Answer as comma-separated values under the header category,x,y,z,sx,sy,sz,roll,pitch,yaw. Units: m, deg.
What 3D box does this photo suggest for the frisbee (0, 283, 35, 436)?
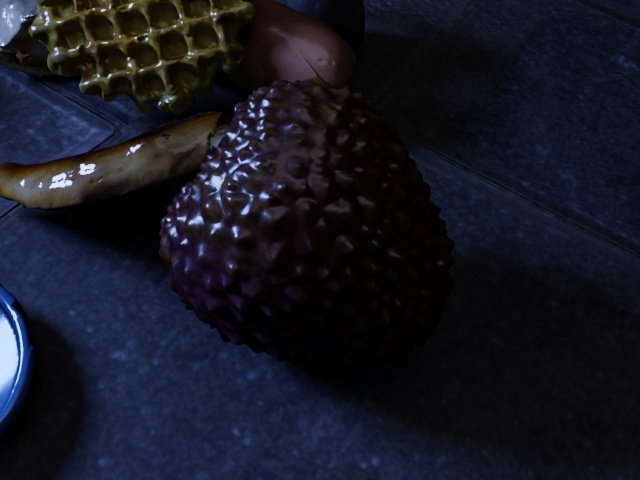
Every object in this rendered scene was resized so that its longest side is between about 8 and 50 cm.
category,x,y,z,sx,sy,sz,roll,pitch,yaw
frisbee,-0.369,0.121,0.617,0.242,0.045,0.242,4,50,-5

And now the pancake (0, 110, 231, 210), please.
category,x,y,z,sx,sy,sz,roll,pitch,yaw
pancake,-0.200,-0.085,0.738,0.258,0.056,0.212,-29,25,-25

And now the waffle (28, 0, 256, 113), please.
category,x,y,z,sx,sy,sz,roll,pitch,yaw
waffle,-0.196,-0.275,0.821,0.249,0.253,0.056,18,9,-4

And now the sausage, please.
category,x,y,z,sx,sy,sz,roll,pitch,yaw
sausage,-0.092,-0.250,0.910,0.304,0.121,0.121,27,53,13

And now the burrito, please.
category,x,y,z,sx,sy,sz,roll,pitch,yaw
burrito,-0.374,-0.342,0.959,0.143,0.105,0.299,-14,56,-14

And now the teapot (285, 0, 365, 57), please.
category,x,y,z,sx,sy,sz,roll,pitch,yaw
teapot,0.011,-0.324,0.969,0.116,0.146,0.148,13,50,3

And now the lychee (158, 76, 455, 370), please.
category,x,y,z,sx,sy,sz,roll,pitch,yaw
lychee,0.000,0.000,0.654,0.272,0.271,0.271,4,51,-5
